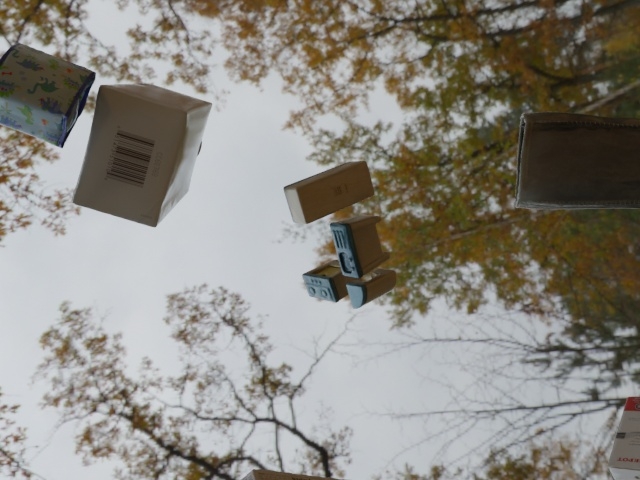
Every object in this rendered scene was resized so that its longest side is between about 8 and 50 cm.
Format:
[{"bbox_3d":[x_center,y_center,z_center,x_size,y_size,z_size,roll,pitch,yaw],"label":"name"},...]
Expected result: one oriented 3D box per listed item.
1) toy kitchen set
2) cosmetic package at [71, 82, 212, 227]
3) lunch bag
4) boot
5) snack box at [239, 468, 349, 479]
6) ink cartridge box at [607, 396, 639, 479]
[{"bbox_3d":[0.000,0.000,1.005,0.122,0.166,0.207,-24,-74,-29],"label":"toy kitchen set"},{"bbox_3d":[-0.324,-0.179,1.297,0.385,0.156,0.217,-109,36,-77],"label":"cosmetic package"},{"bbox_3d":[-0.434,-0.235,1.050,0.129,0.096,0.151,20,-130,-16],"label":"lunch bag"},{"bbox_3d":[0.262,-0.079,0.526,0.189,0.208,0.076,-60,-36,-49],"label":"boot"},{"bbox_3d":[0.022,0.191,0.448,0.178,0.022,0.064,26,-153,-43],"label":"snack box"},{"bbox_3d":[0.464,0.282,0.926,0.135,0.099,0.056,-48,-63,-40],"label":"ink cartridge box"}]
